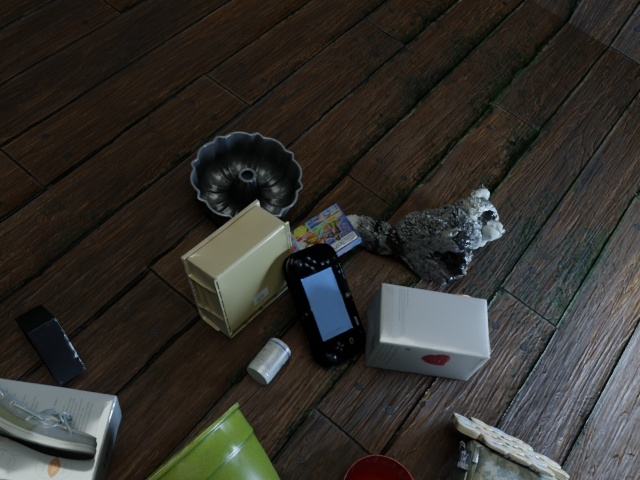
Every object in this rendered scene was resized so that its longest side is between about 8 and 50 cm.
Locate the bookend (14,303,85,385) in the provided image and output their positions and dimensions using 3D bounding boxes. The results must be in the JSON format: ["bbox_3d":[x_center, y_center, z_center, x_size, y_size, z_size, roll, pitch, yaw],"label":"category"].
[{"bbox_3d":[-0.667,0.254,1.600,0.072,0.156,0.157,-33,114,-27],"label":"bookend"}]

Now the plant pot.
[{"bbox_3d":[-0.208,0.597,1.358,0.366,0.366,0.353,-37,84,-28],"label":"plant pot"}]

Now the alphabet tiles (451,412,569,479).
[{"bbox_3d":[0.457,0.504,1.589,0.284,0.278,0.021,25,90,5],"label":"alphabet tiles"}]

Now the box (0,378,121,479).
[{"bbox_3d":[-0.644,0.445,1.442,0.345,0.168,0.215,10,58,-6],"label":"box"}]

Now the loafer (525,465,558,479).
[{"bbox_3d":[0.480,0.607,1.618,0.268,0.102,0.092,18,23,7],"label":"loafer"}]

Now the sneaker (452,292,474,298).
[{"bbox_3d":[0.364,0.190,1.871,0.175,0.064,0.067,-1,56,1],"label":"sneaker"}]

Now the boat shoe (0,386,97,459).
[{"bbox_3d":[-0.601,0.362,1.335,0.320,0.118,0.103,18,61,8],"label":"boat shoe"}]

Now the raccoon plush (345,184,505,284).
[{"bbox_3d":[0.325,-0.077,1.953,0.446,0.216,0.299,27,50,6],"label":"raccoon plush"}]

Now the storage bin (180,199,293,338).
[{"bbox_3d":[-0.202,0.082,1.709,0.123,0.260,0.262,31,56,29],"label":"storage bin"}]

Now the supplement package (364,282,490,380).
[{"bbox_3d":[0.282,0.249,1.745,0.293,0.177,0.175,9,57,-5],"label":"supplement package"}]

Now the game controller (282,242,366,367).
[{"bbox_3d":[0.012,0.170,1.738,0.166,0.067,0.319,-21,93,-21],"label":"game controller"}]

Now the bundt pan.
[{"bbox_3d":[-0.222,-0.159,1.928,0.330,0.124,0.331,5,57,-8],"label":"bundt pan"}]

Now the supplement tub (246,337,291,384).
[{"bbox_3d":[-0.133,0.312,1.686,0.071,0.071,0.107,35,59,10],"label":"supplement tub"}]

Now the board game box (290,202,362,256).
[{"bbox_3d":[0.000,0.000,1.881,0.201,0.035,0.136,-32,68,-1],"label":"board game box"}]

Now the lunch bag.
[{"bbox_3d":[0.415,0.628,1.479,0.305,0.212,0.256,24,78,4],"label":"lunch bag"}]

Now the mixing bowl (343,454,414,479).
[{"bbox_3d":[0.129,0.611,1.537,0.181,0.098,0.181,6,57,-9],"label":"mixing bowl"}]
